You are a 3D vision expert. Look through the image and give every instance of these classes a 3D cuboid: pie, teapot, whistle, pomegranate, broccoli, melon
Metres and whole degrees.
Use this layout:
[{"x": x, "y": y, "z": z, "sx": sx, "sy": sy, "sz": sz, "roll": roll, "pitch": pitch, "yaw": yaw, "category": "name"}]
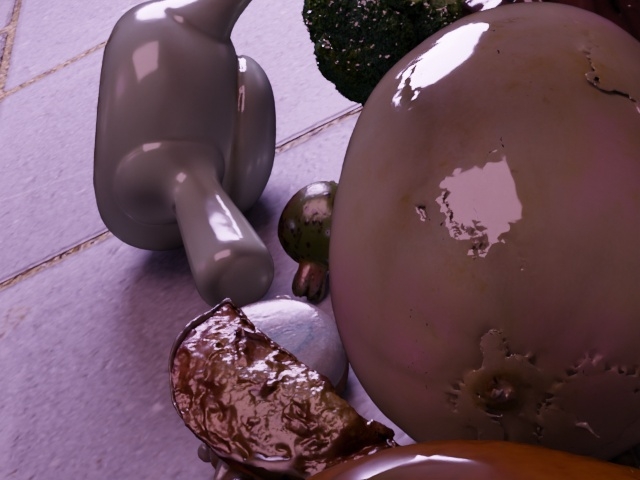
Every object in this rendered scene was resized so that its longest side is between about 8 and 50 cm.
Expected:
[{"x": -0.034, "y": 0.101, "z": 0.956, "sx": 0.088, "sy": 0.033, "sz": 0.191, "roll": -35, "pitch": 49, "yaw": -22, "category": "pie"}, {"x": -0.109, "y": -0.052, "z": 1.258, "sx": 0.149, "sy": 0.220, "sz": 0.318, "roll": 3, "pitch": 59, "yaw": -6, "category": "teapot"}, {"x": -0.038, "y": 0.114, "z": 1.007, "sx": 0.107, "sy": 0.057, "sz": 0.220, "roll": -7, "pitch": 38, "yaw": 13, "category": "whistle"}, {"x": -0.003, "y": -0.002, "z": 1.154, "sx": 0.084, "sy": 0.073, "sz": 0.073, "roll": -51, "pitch": 28, "yaw": 3, "category": "pomegranate"}, {"x": 0.057, "y": -0.189, "z": 1.269, "sx": 0.156, "sy": 0.195, "sz": 0.195, "roll": -47, "pitch": 31, "yaw": -12, "category": "broccoli"}, {"x": 0.116, "y": -0.005, "z": 0.878, "sx": 0.223, "sy": 0.223, "sz": 0.317, "roll": -19, "pitch": 30, "yaw": 19, "category": "melon"}]

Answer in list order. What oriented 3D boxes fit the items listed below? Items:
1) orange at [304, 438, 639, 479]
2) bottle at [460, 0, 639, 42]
[{"x": 0.059, "y": 0.206, "z": 0.656, "sx": 0.334, "sy": 0.196, "sz": 0.262, "roll": 6, "pitch": 56, "yaw": 37, "category": "orange"}, {"x": 0.184, "y": -0.164, "z": 1.163, "sx": 0.271, "sy": 0.143, "sz": 0.156, "roll": -36, "pitch": -3, "yaw": -10, "category": "bottle"}]
